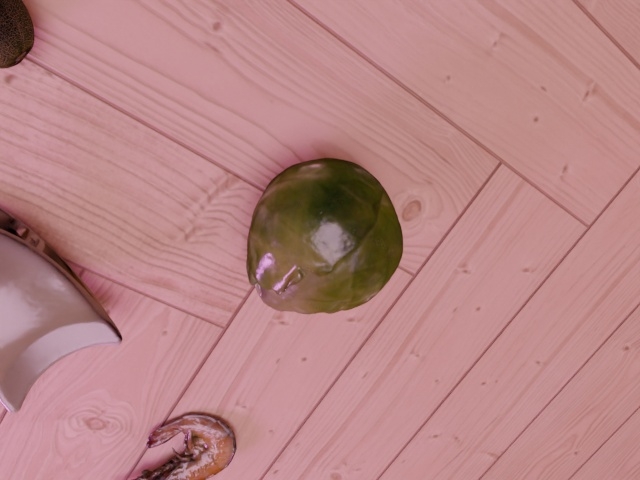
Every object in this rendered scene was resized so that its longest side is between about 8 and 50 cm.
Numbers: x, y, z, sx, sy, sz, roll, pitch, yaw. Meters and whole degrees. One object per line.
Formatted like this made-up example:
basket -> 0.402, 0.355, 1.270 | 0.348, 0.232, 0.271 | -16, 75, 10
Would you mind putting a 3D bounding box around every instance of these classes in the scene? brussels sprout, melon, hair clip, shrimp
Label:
brussels sprout -> 0.000, 0.000, 0.712 | 0.244, 0.244, 0.244 | -5, 115, -11
melon -> -0.404, -0.275, 0.550 | 0.099, 0.099, 0.162 | -35, 111, 4
hair clip -> -0.436, 0.071, 0.677 | 0.172, 0.113, 0.282 | -36, 114, -20
shrimp -> -0.284, 0.412, 0.919 | 0.251, 0.052, 0.143 | -24, 107, -10
